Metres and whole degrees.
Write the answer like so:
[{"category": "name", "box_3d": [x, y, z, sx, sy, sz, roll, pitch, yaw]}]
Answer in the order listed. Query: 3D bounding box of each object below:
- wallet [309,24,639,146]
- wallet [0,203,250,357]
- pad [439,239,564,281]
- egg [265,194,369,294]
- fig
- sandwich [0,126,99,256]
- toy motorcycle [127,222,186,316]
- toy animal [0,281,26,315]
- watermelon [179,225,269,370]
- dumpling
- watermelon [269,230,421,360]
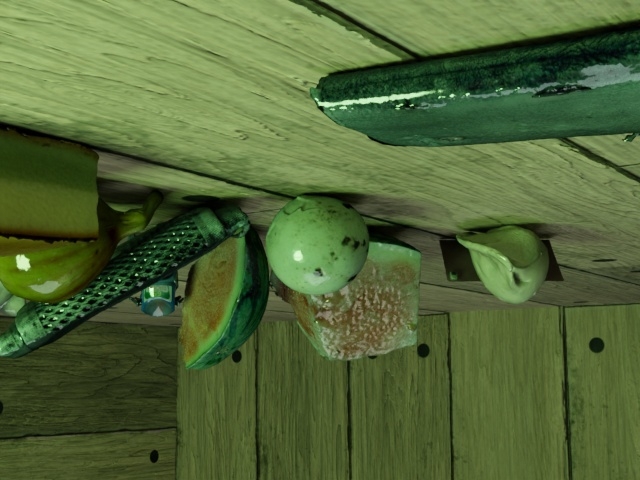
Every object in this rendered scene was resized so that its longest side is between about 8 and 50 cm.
[{"category": "wallet", "box_3d": [0.201, -0.111, 0.780, 0.379, 0.046, 0.190, -4, 170, 29]}, {"category": "wallet", "box_3d": [-0.261, 0.045, 1.357, 0.342, 0.075, 0.237, -29, -176, -10]}, {"category": "pad", "box_3d": [0.293, 0.030, 1.685, 0.187, 0.006, 0.113, 0, -144, -3]}, {"category": "egg", "box_3d": [0.000, 0.000, 1.324, 0.131, 0.131, 0.164, -3, -165, 19]}, {"category": "fig", "box_3d": [-0.289, 0.002, 1.203, 0.186, 0.142, 0.148, -1, 174, 4]}, {"category": "sandwich", "box_3d": [-0.353, -0.043, 1.000, 0.186, 0.108, 0.220, -7, 172, 34]}, {"category": "toy motorcycle", "box_3d": [-0.254, 0.055, 1.603, 0.092, 0.135, 0.254, 1, 172, -12]}, {"category": "toy animal", "box_3d": [-0.529, 0.048, 1.324, 0.325, 0.208, 0.154, -7, -143, -37]}, {"category": "watermelon", "box_3d": [-0.123, 0.081, 1.556, 0.128, 0.231, 0.146, 14, 155, -22]}, {"category": "dumpling", "box_3d": [0.274, 0.023, 1.579, 0.155, 0.111, 0.181, 28, 161, 29]}, {"category": "watermelon", "box_3d": [0.042, 0.084, 1.615, 0.213, 0.201, 0.262, -8, 169, -9]}]
